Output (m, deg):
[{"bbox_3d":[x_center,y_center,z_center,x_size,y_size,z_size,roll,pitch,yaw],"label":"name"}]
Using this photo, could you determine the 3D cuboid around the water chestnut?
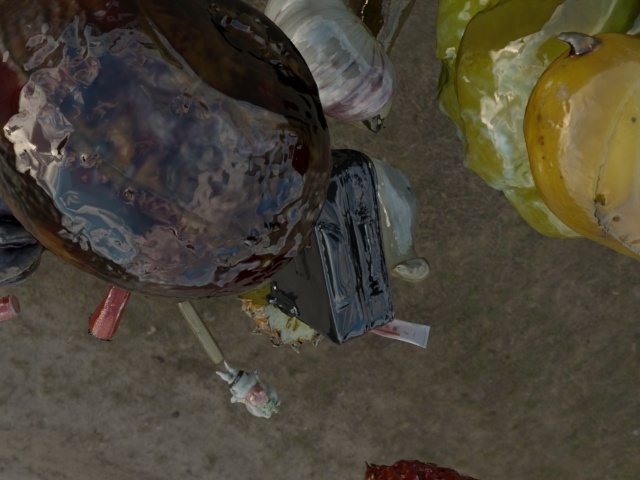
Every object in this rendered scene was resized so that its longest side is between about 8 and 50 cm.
[{"bbox_3d":[-0.156,-0.088,0.576,0.351,0.350,0.302,28,127,-31],"label":"water chestnut"}]

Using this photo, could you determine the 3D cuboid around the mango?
[{"bbox_3d":[0.176,-0.046,0.340,0.187,0.066,0.101,38,86,-33],"label":"mango"}]

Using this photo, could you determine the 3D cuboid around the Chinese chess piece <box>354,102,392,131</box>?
[{"bbox_3d":[0.043,-0.347,1.324,0.251,0.251,0.097,28,99,-31],"label":"Chinese chess piece"}]

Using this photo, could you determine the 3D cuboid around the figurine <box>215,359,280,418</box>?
[{"bbox_3d":[-0.143,0.310,1.236,0.098,0.081,0.146,-3,137,35],"label":"figurine"}]

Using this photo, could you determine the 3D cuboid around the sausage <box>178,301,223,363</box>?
[{"bbox_3d":[-0.198,0.149,0.964,0.024,0.024,0.132,-26,114,-2],"label":"sausage"}]

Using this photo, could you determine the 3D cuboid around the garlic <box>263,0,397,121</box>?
[{"bbox_3d":[-0.026,-0.267,0.930,0.253,0.245,0.245,-33,127,22],"label":"garlic"}]

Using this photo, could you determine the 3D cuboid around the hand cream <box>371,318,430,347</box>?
[{"bbox_3d":[0.167,0.221,1.485,0.217,0.038,0.052,13,90,8],"label":"hand cream"}]

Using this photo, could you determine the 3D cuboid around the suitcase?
[{"bbox_3d":[0.000,0.000,1.122,0.189,0.339,0.344,-17,109,-23],"label":"suitcase"}]

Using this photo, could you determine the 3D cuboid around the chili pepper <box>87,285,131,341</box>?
[{"bbox_3d":[-0.442,0.127,1.261,0.065,0.088,0.168,17,118,-32],"label":"chili pepper"}]

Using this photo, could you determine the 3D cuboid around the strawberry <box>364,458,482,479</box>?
[{"bbox_3d":[0.230,0.583,1.121,0.344,0.292,0.292,9,124,17],"label":"strawberry"}]

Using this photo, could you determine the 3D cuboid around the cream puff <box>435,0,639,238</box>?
[{"bbox_3d":[0.290,-0.199,0.516,0.379,0.378,0.275,-15,157,-10],"label":"cream puff"}]

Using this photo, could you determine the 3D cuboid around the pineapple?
[{"bbox_3d":[-0.072,0.158,1.368,0.237,0.115,0.186,25,87,-41],"label":"pineapple"}]

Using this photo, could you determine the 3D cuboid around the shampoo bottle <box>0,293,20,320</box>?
[{"bbox_3d":[-0.639,0.145,1.007,0.221,0.108,0.051,-18,102,-10],"label":"shampoo bottle"}]

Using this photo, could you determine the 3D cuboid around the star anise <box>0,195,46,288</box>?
[{"bbox_3d":[-0.419,-0.029,0.799,0.093,0.236,0.229,9,149,-19],"label":"star anise"}]

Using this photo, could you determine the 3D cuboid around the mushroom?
[{"bbox_3d":[0.184,-0.048,1.472,0.159,0.328,0.122,2,155,-30],"label":"mushroom"}]

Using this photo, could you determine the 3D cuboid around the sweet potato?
[{"bbox_3d":[0.109,-0.411,1.066,0.131,0.130,0.422,3,117,-21],"label":"sweet potato"}]
